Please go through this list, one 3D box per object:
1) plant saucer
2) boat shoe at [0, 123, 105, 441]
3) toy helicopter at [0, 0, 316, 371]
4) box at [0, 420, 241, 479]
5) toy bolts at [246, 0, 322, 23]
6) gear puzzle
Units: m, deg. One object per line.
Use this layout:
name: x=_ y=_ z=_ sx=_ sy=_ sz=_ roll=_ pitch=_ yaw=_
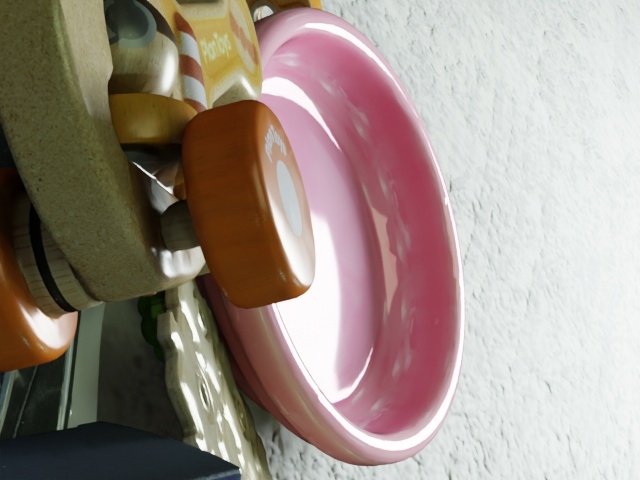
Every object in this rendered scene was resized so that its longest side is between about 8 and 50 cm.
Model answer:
plant saucer: x=0.000 y=0.000 z=0.988 sx=0.332 sy=0.084 sz=0.332 roll=32 pitch=52 yaw=-53
boat shoe: x=-0.189 y=0.013 z=0.761 sx=0.105 sy=0.113 sz=0.306 roll=35 pitch=52 yaw=-55
toy helicopter: x=-0.086 y=-0.100 z=0.653 sx=0.355 sy=0.140 sz=0.235 roll=-61 pitch=136 yaw=-75
box: x=-0.133 y=0.204 z=0.650 sx=0.153 sy=0.108 sz=0.207 roll=-5 pitch=102 yaw=-52
toy bolts: x=-0.058 y=-0.227 z=0.986 sx=0.158 sy=0.229 sz=0.218 roll=-24 pitch=96 yaw=-55
gear puzzle: x=-0.079 y=0.098 z=0.789 sx=0.175 sy=0.044 sz=0.339 roll=-100 pitch=173 yaw=-59
